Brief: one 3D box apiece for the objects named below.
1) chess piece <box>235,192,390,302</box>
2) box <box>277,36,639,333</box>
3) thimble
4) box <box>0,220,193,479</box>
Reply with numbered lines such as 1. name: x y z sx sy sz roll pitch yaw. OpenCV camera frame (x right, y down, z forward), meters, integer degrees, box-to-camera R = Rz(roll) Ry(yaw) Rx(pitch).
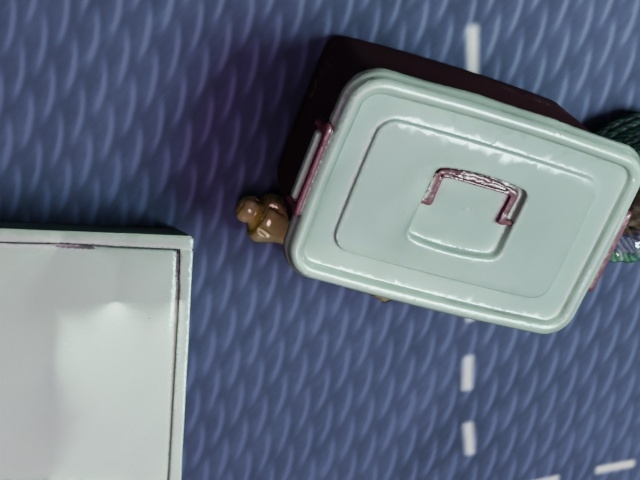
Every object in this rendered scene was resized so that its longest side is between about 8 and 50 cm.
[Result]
1. chess piece: 0.000 0.001 1.183 0.172 0.060 0.060 25 109 -20
2. box: 0.107 -0.057 1.114 0.294 0.167 0.193 14 115 -19
3. thimble: 0.291 -0.052 1.193 0.135 0.090 0.118 -44 127 7
4. box: -0.235 0.099 1.109 0.225 0.117 0.224 2 94 -13
